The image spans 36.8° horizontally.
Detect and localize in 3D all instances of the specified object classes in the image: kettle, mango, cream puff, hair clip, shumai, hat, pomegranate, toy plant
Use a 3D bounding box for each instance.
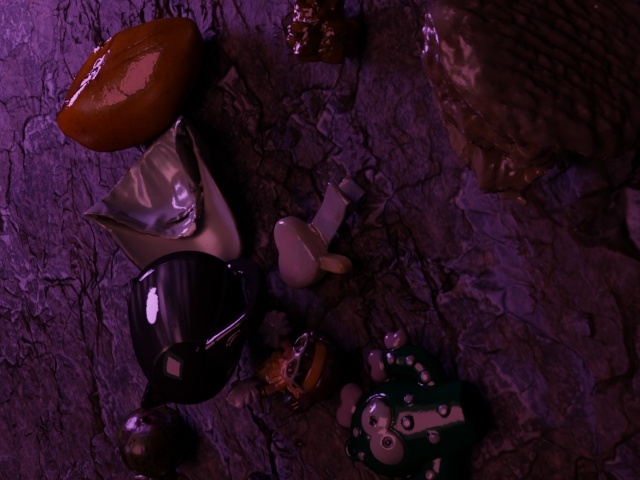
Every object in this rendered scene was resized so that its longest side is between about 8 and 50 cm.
[{"bbox_3d":[-0.196,0.161,1.579,0.271,0.251,0.207,-104,4,-62],"label":"kettle"},{"bbox_3d":[-0.339,-0.296,1.796,0.350,0.201,0.199,-28,102,33],"label":"mango"},{"bbox_3d":[0.004,-0.324,1.489,0.116,0.122,0.094,-42,18,2],"label":"cream puff"},{"bbox_3d":[0.000,0.002,1.544,0.159,0.071,0.218,53,130,27],"label":"hair clip"},{"bbox_3d":[0.221,-0.187,1.178,0.262,0.314,0.266,-34,51,57],"label":"shumai"},{"bbox_3d":[-0.248,-0.061,1.744,0.258,0.168,0.301,-42,80,16],"label":"hat"},{"bbox_3d":[-0.317,0.399,1.825,0.149,0.149,0.169,14,108,44],"label":"pomegranate"},{"bbox_3d":[0.124,0.270,1.394,0.232,0.113,0.243,51,119,29],"label":"toy plant"}]

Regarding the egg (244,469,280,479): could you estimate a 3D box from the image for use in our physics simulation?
[{"bbox_3d":[-0.094,0.442,1.638,0.085,0.085,0.110,-43,52,37],"label":"egg"}]

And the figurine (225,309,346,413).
[{"bbox_3d":[-0.054,0.211,1.562,0.240,0.116,0.174,-9,51,51],"label":"figurine"}]
